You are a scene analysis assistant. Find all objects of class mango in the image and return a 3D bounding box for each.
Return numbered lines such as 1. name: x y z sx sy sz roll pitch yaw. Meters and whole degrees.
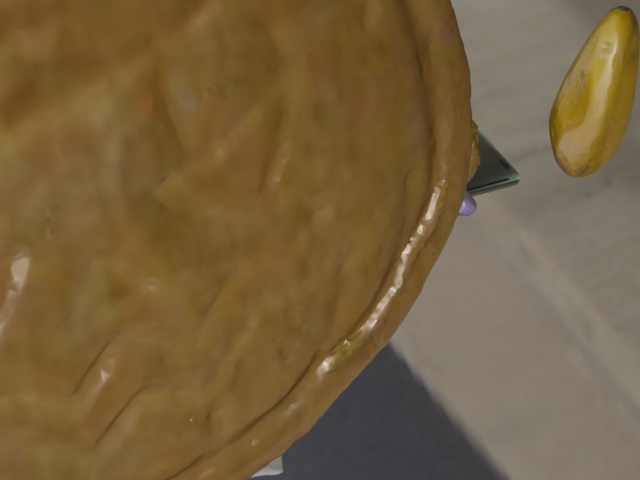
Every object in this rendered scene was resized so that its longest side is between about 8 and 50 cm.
1. mango: 0.259 -0.130 1.766 0.075 0.098 0.190 17 137 2

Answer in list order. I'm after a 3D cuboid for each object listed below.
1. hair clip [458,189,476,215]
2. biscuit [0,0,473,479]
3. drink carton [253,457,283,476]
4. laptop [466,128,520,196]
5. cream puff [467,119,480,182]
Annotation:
1. hair clip: 0.020 -0.125 1.415 0.278 0.137 0.090 43 110 34
2. biscuit: -0.105 -0.035 0.733 0.062 0.385 0.365 26 141 52
3. drink carton: -0.129 -0.011 1.115 0.194 0.132 0.324 2 98 57
4. laptop: 0.082 -0.111 1.911 0.187 0.269 0.015 50 122 17
5. cream puff: 0.086 -0.086 1.702 0.119 0.104 0.133 33 161 -23
